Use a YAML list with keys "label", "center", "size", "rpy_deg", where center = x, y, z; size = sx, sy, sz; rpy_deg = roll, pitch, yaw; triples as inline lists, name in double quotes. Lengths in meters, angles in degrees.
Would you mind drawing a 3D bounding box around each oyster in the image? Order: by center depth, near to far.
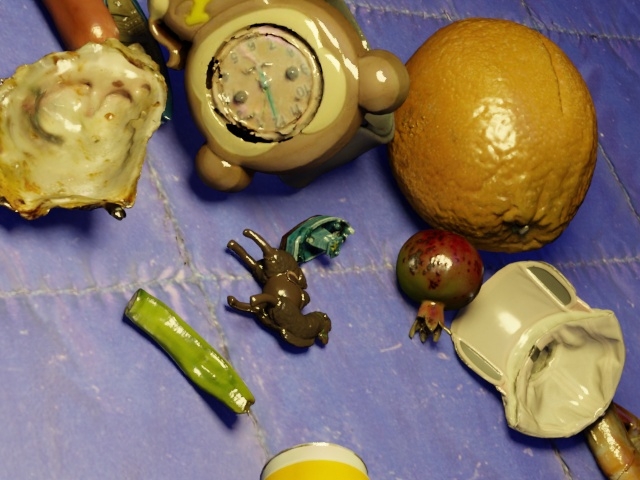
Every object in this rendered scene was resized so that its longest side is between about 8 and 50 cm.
- label: "oyster"
  center: [-0.323, -0.149, 1.836]
  size: [0.221, 0.096, 0.361]
  rpy_deg: [26, 43, -15]

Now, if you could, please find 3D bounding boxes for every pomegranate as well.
- label: "pomegranate"
  center: [0.162, 0.056, 2.064]
  size: [0.129, 0.129, 0.159]
  rpy_deg: [38, 49, -9]

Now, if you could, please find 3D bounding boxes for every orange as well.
- label: "orange"
  center: [0.258, -0.151, 2.168]
  size: [0.322, 0.322, 0.357]
  rpy_deg: [11, 47, -34]

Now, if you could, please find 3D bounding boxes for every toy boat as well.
- label: "toy boat"
  center: [0.000, 0.000, 2.012]
  size: [0.060, 0.060, 0.137]
  rpy_deg: [27, 26, 24]
- label: "toy boat"
  center: [-0.254, -0.248, 2.014]
  size: [0.080, 0.046, 0.229]
  rpy_deg: [-1, 59, -42]

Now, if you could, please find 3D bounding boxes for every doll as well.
- label: "doll"
  center: [-0.049, 0.074, 1.917]
  size: [0.165, 0.057, 0.139]
  rpy_deg: [30, 40, -32]

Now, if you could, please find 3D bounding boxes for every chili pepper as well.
- label: "chili pepper"
  center: [-0.158, 0.137, 1.774]
  size: [0.201, 0.050, 0.052]
  rpy_deg: [44, 56, 1]

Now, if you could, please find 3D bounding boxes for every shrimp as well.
- label: "shrimp"
  center: [0.442, 0.274, 2.167]
  size: [0.152, 0.063, 0.287]
  rpy_deg: [-8, 62, -45]

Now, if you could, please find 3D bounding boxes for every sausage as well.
- label: "sausage"
  center: [-0.338, -0.325, 1.983]
  size: [0.077, 0.077, 0.194]
  rpy_deg: [-12, 65, -46]

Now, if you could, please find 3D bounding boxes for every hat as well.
- label: "hat"
  center: [0.309, 0.161, 2.119]
  size: [0.226, 0.219, 0.164]
  rpy_deg: [40, -9, 43]

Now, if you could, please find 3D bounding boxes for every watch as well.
- label: "watch"
  center: [-0.041, -0.252, 2.009]
  size: [0.335, 0.314, 0.327]
  rpy_deg: [61, 18, -4]

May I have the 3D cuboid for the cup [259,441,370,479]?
- label: "cup"
  center: [0.002, 0.373, 1.619]
  size: [0.196, 0.196, 0.280]
  rpy_deg: [24, 38, -24]
